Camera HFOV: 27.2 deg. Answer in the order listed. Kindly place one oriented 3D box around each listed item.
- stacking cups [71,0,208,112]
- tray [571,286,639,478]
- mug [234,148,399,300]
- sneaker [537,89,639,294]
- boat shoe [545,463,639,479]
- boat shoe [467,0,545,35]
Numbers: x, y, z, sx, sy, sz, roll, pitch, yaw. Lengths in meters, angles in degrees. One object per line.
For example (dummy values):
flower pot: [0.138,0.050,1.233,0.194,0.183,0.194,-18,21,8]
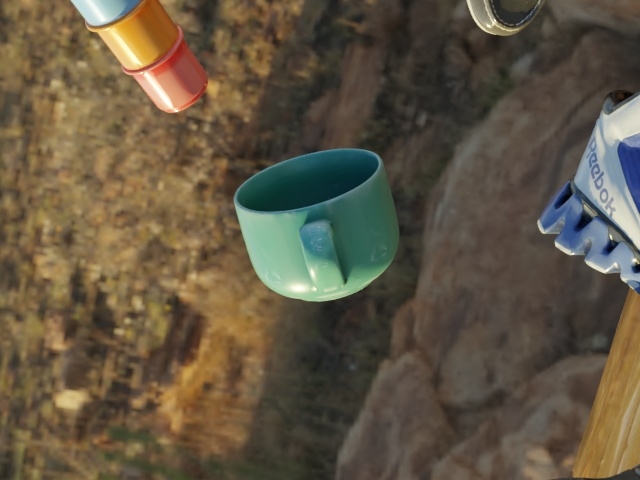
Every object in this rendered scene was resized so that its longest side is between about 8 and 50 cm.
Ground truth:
stacking cups: [-0.216,-0.262,1.304,0.096,0.316,0.096,-20,42,19]
tray: [0.314,0.068,1.156,0.203,0.076,0.411,-62,-12,-78]
mug: [-0.005,-0.002,1.104,0.129,0.158,0.097,1,118,33]
sneaker: [0.293,-0.035,0.949,0.315,0.127,0.182,36,122,47]
boat shoe: [0.261,0.233,0.970,0.123,0.324,0.116,20,106,58]
boat shoe: [0.226,-0.368,1.346,0.095,0.112,0.335,-127,48,-65]
